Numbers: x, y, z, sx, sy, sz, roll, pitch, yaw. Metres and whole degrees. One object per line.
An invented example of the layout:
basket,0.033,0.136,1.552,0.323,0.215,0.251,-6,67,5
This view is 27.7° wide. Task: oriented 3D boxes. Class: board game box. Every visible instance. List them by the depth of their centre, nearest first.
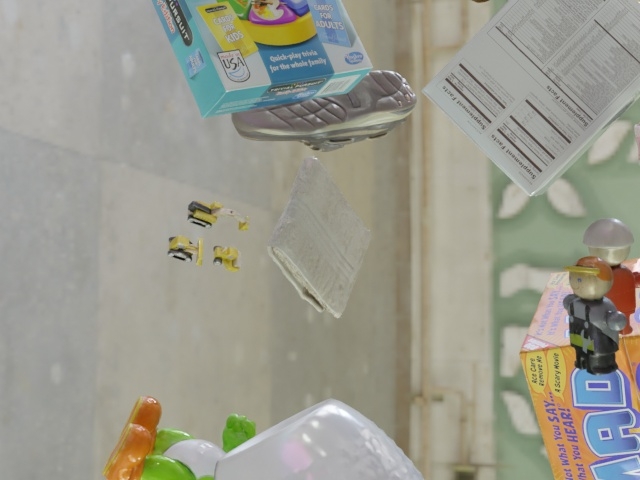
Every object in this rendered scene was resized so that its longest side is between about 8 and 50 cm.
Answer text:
board game box,-0.107,-0.348,1.788,0.254,0.079,0.336,-15,75,-37
board game box,0.597,0.255,2.310,0.356,0.356,0.356,-49,124,-61

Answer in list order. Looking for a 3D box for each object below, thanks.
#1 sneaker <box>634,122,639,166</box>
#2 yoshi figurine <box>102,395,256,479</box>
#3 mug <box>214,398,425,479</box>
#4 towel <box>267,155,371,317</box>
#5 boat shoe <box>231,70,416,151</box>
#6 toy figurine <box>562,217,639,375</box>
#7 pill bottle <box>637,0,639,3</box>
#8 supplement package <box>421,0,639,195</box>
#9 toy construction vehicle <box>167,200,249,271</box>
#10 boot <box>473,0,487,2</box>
sneaker,0.577,-0.171,2.268,0.134,0.051,0.070,30,51,-75
yoshi figurine,-0.124,0.348,1.932,0.203,0.362,0.203,-64,-173,-25
mug,-0.015,0.395,1.607,0.276,0.374,0.328,-23,84,-57
towel,0.000,0.000,2.236,0.282,0.049,0.187,55,50,-52
boat shoe,0.006,-0.218,2.396,0.130,0.355,0.132,107,-30,-50
toy figurine,0.383,0.056,1.466,0.209,0.213,0.148,-31,119,-63
pill bottle,0.462,-0.357,1.830,0.067,0.120,0.067,1,90,-87
supplement package,0.304,-0.217,1.693,0.198,0.262,0.199,45,12,8
toy construction vehicle,-0.133,-0.008,1.580,0.098,0.035,0.086,21,51,-24
boot,0.118,-0.451,1.648,0.236,0.089,0.269,18,40,-49
